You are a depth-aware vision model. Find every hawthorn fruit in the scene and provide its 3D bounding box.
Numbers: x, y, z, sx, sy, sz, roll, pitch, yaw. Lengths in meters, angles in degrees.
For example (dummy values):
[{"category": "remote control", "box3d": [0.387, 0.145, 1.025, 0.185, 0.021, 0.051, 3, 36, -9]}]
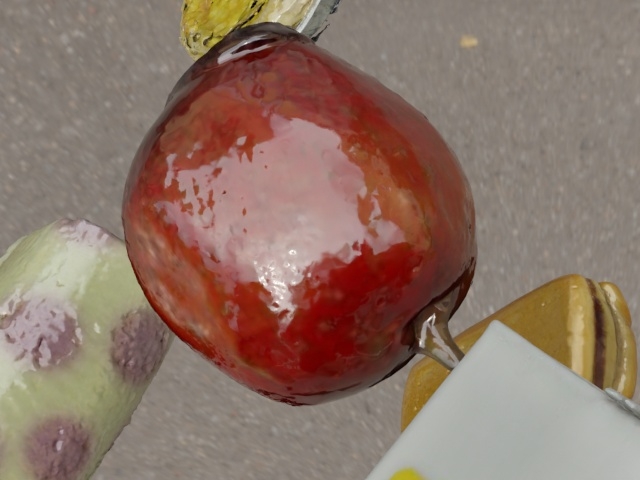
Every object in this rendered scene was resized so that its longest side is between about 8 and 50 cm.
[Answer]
[{"category": "hawthorn fruit", "box3d": [0.000, 0.000, 0.891, 0.249, 0.215, 0.215, 34, 82, 22]}]

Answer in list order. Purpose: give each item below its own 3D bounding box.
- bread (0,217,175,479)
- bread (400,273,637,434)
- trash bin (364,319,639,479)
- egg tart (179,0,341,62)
[{"category": "bread", "box3d": [-0.253, 0.148, 1.165, 0.155, 0.187, 0.338, 38, 67, -17]}, {"category": "bread", "box3d": [0.138, 0.109, 1.065, 0.200, 0.077, 0.116, -37, 44, 42]}, {"category": "trash bin", "box3d": [0.087, 0.252, 0.648, 0.296, 0.256, 0.368, 32, 92, -28]}, {"category": "egg tart", "box3d": [-0.046, -0.262, 1.472, 0.234, 0.094, 0.234, -27, 52, 41]}]
